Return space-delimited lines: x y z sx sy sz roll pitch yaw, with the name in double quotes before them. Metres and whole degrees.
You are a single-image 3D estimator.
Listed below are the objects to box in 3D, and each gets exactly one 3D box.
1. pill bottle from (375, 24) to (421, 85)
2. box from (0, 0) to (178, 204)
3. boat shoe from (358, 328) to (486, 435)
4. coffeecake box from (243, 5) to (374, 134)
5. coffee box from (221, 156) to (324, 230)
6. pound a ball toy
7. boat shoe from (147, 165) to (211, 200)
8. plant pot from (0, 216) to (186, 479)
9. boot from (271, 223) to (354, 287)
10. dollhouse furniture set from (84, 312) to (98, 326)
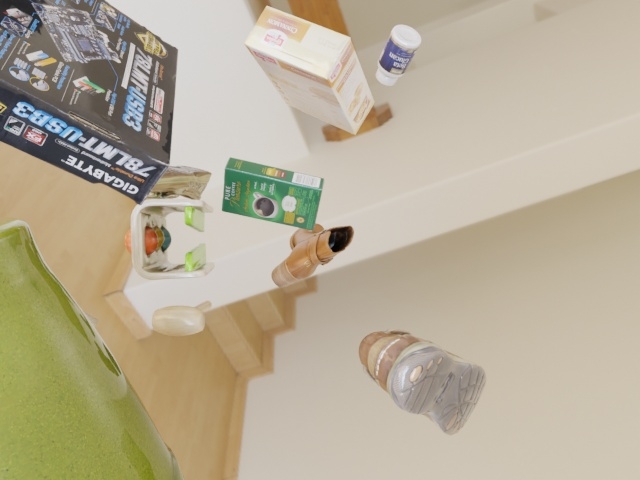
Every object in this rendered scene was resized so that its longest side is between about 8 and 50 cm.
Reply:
"pill bottle" 0.230 -0.557 1.674 0.169 0.094 0.094 118 -35 -54
"box" -0.301 -0.209 0.598 0.293 0.073 0.296 29 31 -33
"boat shoe" 0.163 0.208 0.850 0.116 0.123 0.324 28 -11 40
"coffeecake box" -0.010 -0.249 0.828 0.142 0.068 0.185 29 -4 20
"coffee box" -0.092 -0.087 1.041 0.113 0.184 0.040 102 -1 -46
"pound a ball toy" -0.260 0.037 0.960 0.319 0.135 0.208 -168 -103 -83
"boat shoe" -0.350 -0.131 1.335 0.285 0.104 0.089 -20 127 -72
"plant pot" -0.324 0.177 0.478 0.366 0.366 0.353 -75 152 -73
"boot" 0.000 0.000 1.484 0.109 0.220 0.283 53 37 -6
"dollhouse furniture set" -0.715 0.276 1.472 0.129 0.129 0.184 41 40 -30
